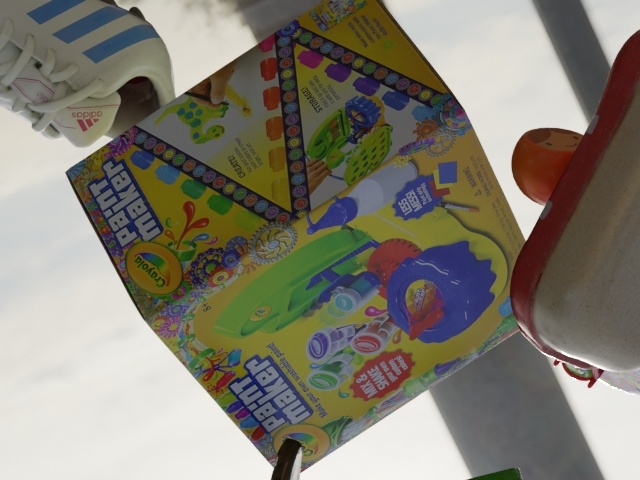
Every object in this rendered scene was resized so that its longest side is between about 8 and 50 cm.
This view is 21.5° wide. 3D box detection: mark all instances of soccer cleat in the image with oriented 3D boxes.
[{"bbox_3d":[-0.230,-0.151,1.330,0.116,0.143,0.331,-37,148,28],"label":"soccer cleat"}]

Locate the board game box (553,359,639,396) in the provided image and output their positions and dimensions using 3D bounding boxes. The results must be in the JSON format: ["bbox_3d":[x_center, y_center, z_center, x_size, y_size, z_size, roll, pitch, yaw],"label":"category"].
[{"bbox_3d":[0.237,0.106,1.601,0.033,0.168,0.133,-50,-159,-13],"label":"board game box"}]

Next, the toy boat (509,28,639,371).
[{"bbox_3d":[0.189,-0.037,1.116,0.151,0.151,0.231,32,-84,43],"label":"toy boat"}]

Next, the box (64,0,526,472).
[{"bbox_3d":[0.000,0.000,1.359,0.279,0.290,0.177,-33,-128,1],"label":"box"}]

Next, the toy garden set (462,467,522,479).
[{"bbox_3d":[0.023,0.253,0.931,0.244,0.204,0.049,-17,167,20],"label":"toy garden set"}]

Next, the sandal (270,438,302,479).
[{"bbox_3d":[-0.009,0.256,1.344,0.060,0.219,0.090,-2,-161,8],"label":"sandal"}]
